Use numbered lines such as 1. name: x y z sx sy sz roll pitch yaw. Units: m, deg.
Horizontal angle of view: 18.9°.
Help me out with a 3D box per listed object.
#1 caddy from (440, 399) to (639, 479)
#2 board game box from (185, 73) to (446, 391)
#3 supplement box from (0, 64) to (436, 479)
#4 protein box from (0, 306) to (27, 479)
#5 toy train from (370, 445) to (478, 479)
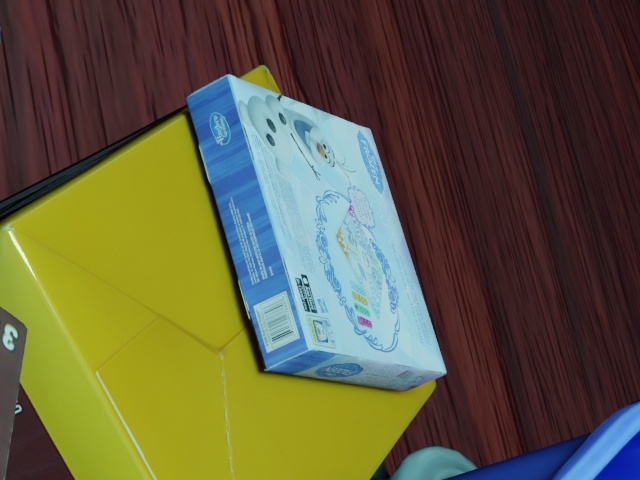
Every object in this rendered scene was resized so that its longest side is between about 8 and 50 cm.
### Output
1. caddy: 0.099 0.199 0.652 0.341 0.179 0.241 -36 100 -46
2. board game box: 0.000 0.000 0.603 0.090 0.020 0.090 15 54 -58
3. supplement box: -0.098 0.060 0.614 0.129 0.194 0.191 61 25 -7
4. protein box: -0.189 0.094 0.403 0.136 0.200 0.201 44 33 -37
5. toy train: 0.042 0.236 0.804 0.334 0.142 0.190 57 35 -12
